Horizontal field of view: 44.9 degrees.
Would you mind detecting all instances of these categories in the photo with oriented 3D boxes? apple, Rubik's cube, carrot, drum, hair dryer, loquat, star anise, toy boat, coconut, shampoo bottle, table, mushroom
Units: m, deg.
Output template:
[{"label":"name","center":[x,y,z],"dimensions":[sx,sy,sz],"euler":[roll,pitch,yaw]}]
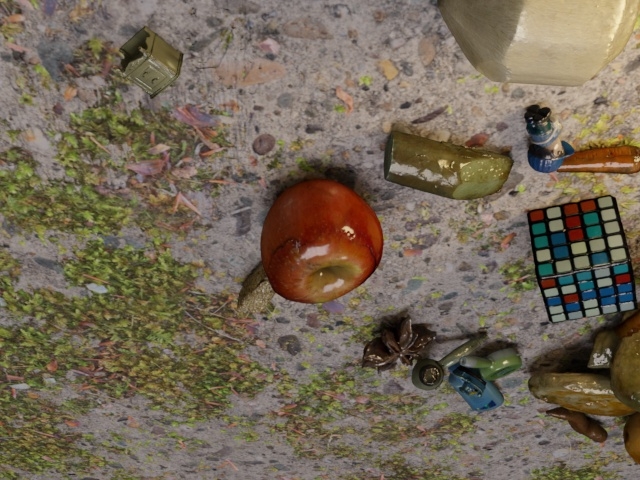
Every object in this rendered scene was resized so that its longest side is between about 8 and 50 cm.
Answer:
[{"label":"apple","center":[0.000,0.000,1.567],"dimensions":[0.251,0.206,0.272],"euler":[-13,144,2]},{"label":"Rubik's cube","center":[0.540,0.040,1.605],"dimensions":[0.182,0.187,0.184],"euler":[-12,138,18]},{"label":"carrot","center":[0.529,-0.151,1.469],"dimensions":[0.161,0.055,0.055],"euler":[0,143,14]},{"label":"drum","center":[0.424,0.329,2.030],"dimensions":[0.253,0.049,0.130],"euler":[2,146,-37]},{"label":"hair dryer","center":[0.322,0.327,2.066],"dimensions":[0.225,0.088,0.219],"euler":[-31,173,-22]},{"label":"loquat","center":[1.019,0.593,2.297],"dimensions":[0.238,0.193,0.238],"euler":[0,135,0]},{"label":"star anise","center":[0.198,0.273,1.999],"dimensions":[0.209,0.089,0.231],"euler":[-18,153,-4]},{"label":"toy boat","center":[0.397,0.382,2.069],"dimensions":[0.137,0.060,0.061],"euler":[35,89,-40]},{"label":"coconut","center":[0.295,-0.338,1.088],"dimensions":[0.265,0.237,0.237],"euler":[3,143,-12]},{"label":"shampoo bottle","center":[0.428,0.405,2.185],"dimensions":[0.103,0.061,0.258],"euler":[-19,137,22]},{"label":"table","center":[-0.289,-0.298,1.302],"dimensions":[0.079,0.062,0.083],"euler":[-28,133,32]},{"label":"mushroom","center":[0.817,0.288,1.885],"dimensions":[0.292,0.212,0.217],"euler":[21,134,19]}]

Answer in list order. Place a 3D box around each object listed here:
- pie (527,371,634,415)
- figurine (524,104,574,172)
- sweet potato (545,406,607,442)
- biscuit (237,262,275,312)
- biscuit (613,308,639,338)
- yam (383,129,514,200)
[{"label":"pie","center":[0.731,0.414,2.113],"dimensions":[0.339,0.077,0.339],"euler":[10,159,4]},{"label":"figurine","center":[0.408,-0.179,1.417],"dimensions":[0.077,0.079,0.136],"euler":[27,169,43]},{"label":"sweet potato","center":[0.782,0.546,2.354],"dimensions":[0.067,0.059,0.281],"euler":[-16,140,40]},{"label":"biscuit","center":[-0.137,0.109,1.808],"dimensions":[0.070,0.082,0.168],"euler":[16,140,-21]},{"label":"biscuit","center":[0.765,0.110,1.656],"dimensions":[0.318,0.040,0.318],"euler":[-31,162,-12]},{"label":"yam","center":[0.242,-0.134,1.464],"dimensions":[0.259,0.106,0.106],"euler":[12,141,-11]}]
